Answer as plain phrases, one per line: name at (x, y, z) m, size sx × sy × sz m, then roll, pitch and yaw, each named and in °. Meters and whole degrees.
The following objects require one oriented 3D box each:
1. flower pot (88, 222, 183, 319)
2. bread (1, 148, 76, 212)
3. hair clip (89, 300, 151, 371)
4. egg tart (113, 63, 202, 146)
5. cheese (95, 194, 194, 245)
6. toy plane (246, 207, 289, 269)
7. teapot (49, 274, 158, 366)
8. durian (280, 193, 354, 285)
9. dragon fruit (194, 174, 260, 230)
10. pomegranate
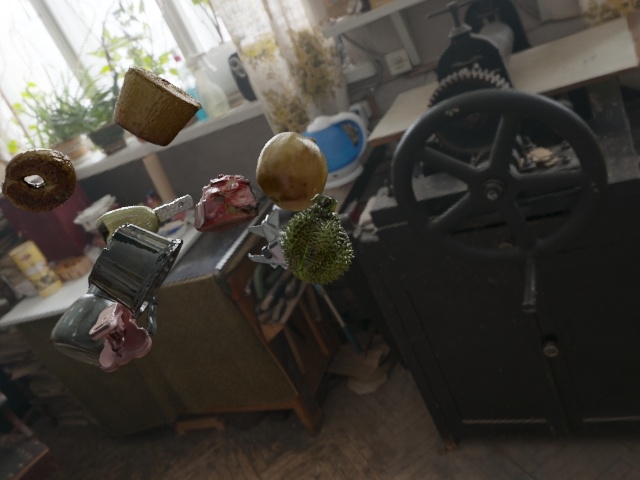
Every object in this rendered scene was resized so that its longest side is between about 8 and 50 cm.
flower pot at (-0.320, 0.043, 0.974) m, size 0.157 × 0.107 × 0.157 m, roll -58°, pitch 9°, yaw 15°
bread at (-0.748, -0.161, 1.517) m, size 0.193 × 0.193 × 0.064 m, roll -30°, pitch 45°, yaw -9°
hair clip at (-0.431, 0.199, 1.214) m, size 0.123 × 0.102 × 0.138 m, roll -32°, pitch 20°, yaw -3°
egg tart at (-0.409, -0.325, 1.407) m, size 0.147 × 0.202 × 0.202 m, roll -60°, pitch 24°, yaw 10°
cheese at (-0.452, -0.053, 1.499) m, size 0.251 × 0.127 × 0.054 m, roll -26°, pitch 29°, yaw -7°
toy plane at (-0.092, 0.031, 1.651) m, size 0.251 × 0.255 × 0.101 m, roll -32°, pitch 20°, yaw 27°
teapot at (-0.650, 0.218, 1.738) m, size 0.305 × 0.223 × 0.285 m, roll -19°, pitch 46°, yaw 45°
durian at (-0.011, 0.008, 1.292) m, size 0.159 × 0.198 × 0.146 m, roll -19°, pitch -19°, yaw 10°
dragon fruit at (-0.285, -0.100, 1.654) m, size 0.189 × 0.163 × 0.261 m, roll -41°, pitch 15°, yaw -33°
pomegranate at (-0.085, -0.203, 1.677) m, size 0.233 × 0.233 × 0.233 m, roll -21°, pitch 25°, yaw 10°
